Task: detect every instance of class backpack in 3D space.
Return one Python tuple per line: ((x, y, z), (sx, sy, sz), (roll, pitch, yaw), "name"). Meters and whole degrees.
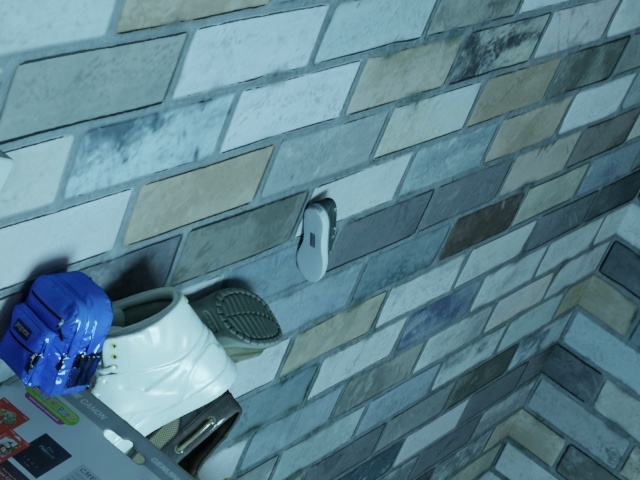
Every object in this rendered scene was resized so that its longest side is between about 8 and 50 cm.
((-0.283, 0.097, 1.704), (0.101, 0.098, 0.120), (-6, 129, -56), "backpack")

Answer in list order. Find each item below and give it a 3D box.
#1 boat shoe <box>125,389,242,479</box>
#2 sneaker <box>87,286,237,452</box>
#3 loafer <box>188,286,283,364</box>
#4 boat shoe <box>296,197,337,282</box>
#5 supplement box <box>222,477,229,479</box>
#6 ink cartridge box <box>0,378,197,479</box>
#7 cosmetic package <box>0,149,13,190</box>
((-0.225, 0.325, 2.098), (0.355, 0.130, 0.132), (-60, 157, 15), "boat shoe")
((-0.262, 0.164, 1.860), (0.292, 0.108, 0.169), (-32, 124, -4), "sneaker")
((-0.149, 0.123, 2.040), (0.087, 0.094, 0.251), (-39, 158, 33), "loafer")
((0.000, 0.000, 2.187), (0.040, 0.049, 0.142), (-38, 150, -35), "boat shoe")
((-0.201, 0.518, 2.152), (0.195, 0.194, 0.356), (-34, -175, 28), "supplement box")
((-0.294, 0.312, 1.709), (0.272, 0.309, 0.130), (-31, 149, -42), "ink cartridge box")
((-0.375, -0.052, 1.328), (0.117, 0.085, 0.231), (-59, 158, 12), "cosmetic package")
